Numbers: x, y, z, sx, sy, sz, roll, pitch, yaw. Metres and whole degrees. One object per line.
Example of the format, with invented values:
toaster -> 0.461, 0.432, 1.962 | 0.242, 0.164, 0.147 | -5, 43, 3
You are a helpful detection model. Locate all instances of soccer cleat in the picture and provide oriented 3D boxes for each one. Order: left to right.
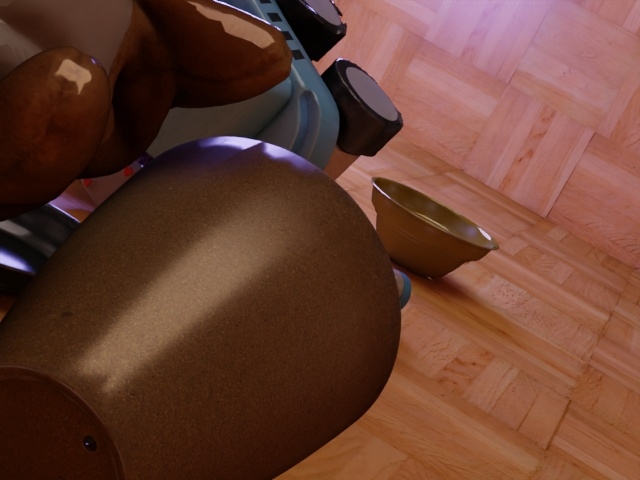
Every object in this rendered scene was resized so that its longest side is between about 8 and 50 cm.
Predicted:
soccer cleat -> -0.181, -0.035, 1.309 | 0.196, 0.068, 0.076 | 35, 8, 1

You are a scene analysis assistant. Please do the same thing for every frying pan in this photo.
frying pan -> -0.311, -0.009, 0.967 | 0.197, 0.053, 0.326 | 34, 16, 28

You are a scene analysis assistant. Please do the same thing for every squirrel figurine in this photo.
squirrel figurine -> -0.286, -0.059, 0.732 | 0.397, 0.370, 0.281 | -12, -52, 42

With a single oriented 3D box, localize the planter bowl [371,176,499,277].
planter bowl -> 0.152, -0.005, 1.791 | 0.217, 0.090, 0.217 | 27, 13, -7

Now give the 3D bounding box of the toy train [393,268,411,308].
toy train -> 0.000, 0.000, 1.471 | 0.143, 0.105, 0.248 | 29, 8, -46

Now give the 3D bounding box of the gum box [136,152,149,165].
gum box -> -0.244, -0.152, 1.450 | 0.107, 0.062, 0.188 | 27, 41, -2

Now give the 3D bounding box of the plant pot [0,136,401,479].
plant pot -> -0.104, 0.081, 0.745 | 0.237, 0.237, 0.254 | 31, 29, 12

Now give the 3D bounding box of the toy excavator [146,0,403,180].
toy excavator -> -0.176, -0.230, 1.263 | 0.445, 0.222, 0.433 | 10, 45, -55

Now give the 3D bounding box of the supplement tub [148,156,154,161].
supplement tub -> -0.197, -0.155, 1.601 | 0.190, 0.117, 0.117 | 34, 15, 28
